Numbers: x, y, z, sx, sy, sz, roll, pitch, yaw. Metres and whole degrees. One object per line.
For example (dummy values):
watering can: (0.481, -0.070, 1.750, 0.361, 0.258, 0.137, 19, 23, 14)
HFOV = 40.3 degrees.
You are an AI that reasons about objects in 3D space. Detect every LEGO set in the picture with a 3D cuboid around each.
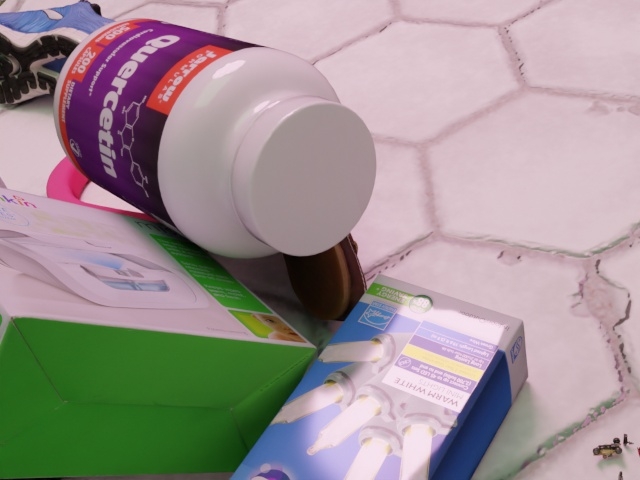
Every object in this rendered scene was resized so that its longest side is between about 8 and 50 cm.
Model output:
LEGO set: (0.228, 0.172, 0.615, 0.054, 0.023, 0.083, -10, 29, 5)

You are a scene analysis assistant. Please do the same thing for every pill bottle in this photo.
pill bottle: (-0.101, -0.095, 0.790, 0.181, 0.181, 0.323, -38, 37, -22)

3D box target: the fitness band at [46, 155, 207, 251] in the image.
fitness band: (-0.176, -0.076, 0.993, 0.291, 0.054, 0.209, 9, 48, 28)

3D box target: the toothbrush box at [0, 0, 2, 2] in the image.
toothbrush box: (-0.631, -0.344, 1.332, 0.283, 0.122, 0.206, -44, 21, -26)

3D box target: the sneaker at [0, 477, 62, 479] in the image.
sneaker: (-0.259, 0.186, 0.702, 0.135, 0.098, 0.276, -17, 40, 4)

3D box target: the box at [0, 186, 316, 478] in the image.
box: (-0.182, 0.068, 0.680, 0.231, 0.262, 0.127, 38, 107, 43)

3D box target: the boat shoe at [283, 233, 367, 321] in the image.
boat shoe: (0.000, 0.000, 0.838, 0.073, 0.073, 0.207, 10, 33, -35)

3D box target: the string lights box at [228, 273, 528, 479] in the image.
string lights box: (0.040, 0.155, 0.651, 0.133, 0.077, 0.260, 17, 52, 31)

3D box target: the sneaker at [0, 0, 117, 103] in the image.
sneaker: (-0.379, -0.268, 1.239, 0.330, 0.130, 0.147, 15, 35, 29)

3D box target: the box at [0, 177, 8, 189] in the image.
box: (-0.432, -0.052, 0.988, 0.126, 0.137, 0.072, -9, 41, 10)
